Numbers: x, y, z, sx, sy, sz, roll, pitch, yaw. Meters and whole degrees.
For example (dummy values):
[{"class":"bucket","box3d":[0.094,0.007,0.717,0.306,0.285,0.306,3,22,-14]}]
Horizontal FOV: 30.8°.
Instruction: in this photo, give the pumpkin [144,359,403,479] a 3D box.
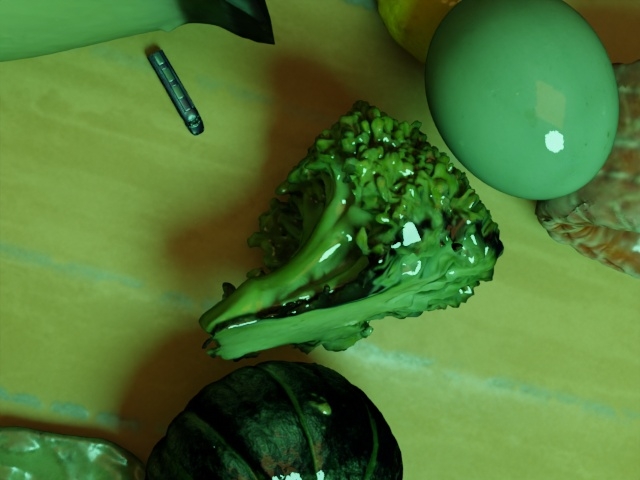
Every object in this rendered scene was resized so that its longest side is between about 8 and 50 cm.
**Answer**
[{"class":"pumpkin","box3d":[-0.038,0.206,0.965,0.220,0.162,0.220,-13,120,-23]}]

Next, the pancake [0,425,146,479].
[{"class":"pancake","box3d":[-0.249,0.301,0.993,0.294,0.049,0.294,1,84,-10]}]

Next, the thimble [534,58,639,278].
[{"class":"thimble","box3d":[0.326,-0.055,1.036,0.239,0.239,0.162,19,81,-10]}]

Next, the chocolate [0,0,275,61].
[{"class":"chocolate","box3d":[-0.230,-0.282,0.913,0.297,0.314,0.326,-24,132,7]}]

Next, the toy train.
[{"class":"toy train","box3d":[-0.129,-0.134,1.054,0.017,0.017,0.083,-31,94,-10]}]

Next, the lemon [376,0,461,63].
[{"class":"lemon","box3d":[0.121,-0.212,1.062,0.155,0.114,0.114,33,81,-15]}]

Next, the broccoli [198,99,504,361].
[{"class":"broccoli","box3d":[0.006,-0.014,0.984,0.273,0.242,0.180,-12,68,-18]}]

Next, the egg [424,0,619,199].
[{"class":"egg","box3d":[0.164,-0.121,0.949,0.149,0.149,0.192,-12,58,-12]}]
